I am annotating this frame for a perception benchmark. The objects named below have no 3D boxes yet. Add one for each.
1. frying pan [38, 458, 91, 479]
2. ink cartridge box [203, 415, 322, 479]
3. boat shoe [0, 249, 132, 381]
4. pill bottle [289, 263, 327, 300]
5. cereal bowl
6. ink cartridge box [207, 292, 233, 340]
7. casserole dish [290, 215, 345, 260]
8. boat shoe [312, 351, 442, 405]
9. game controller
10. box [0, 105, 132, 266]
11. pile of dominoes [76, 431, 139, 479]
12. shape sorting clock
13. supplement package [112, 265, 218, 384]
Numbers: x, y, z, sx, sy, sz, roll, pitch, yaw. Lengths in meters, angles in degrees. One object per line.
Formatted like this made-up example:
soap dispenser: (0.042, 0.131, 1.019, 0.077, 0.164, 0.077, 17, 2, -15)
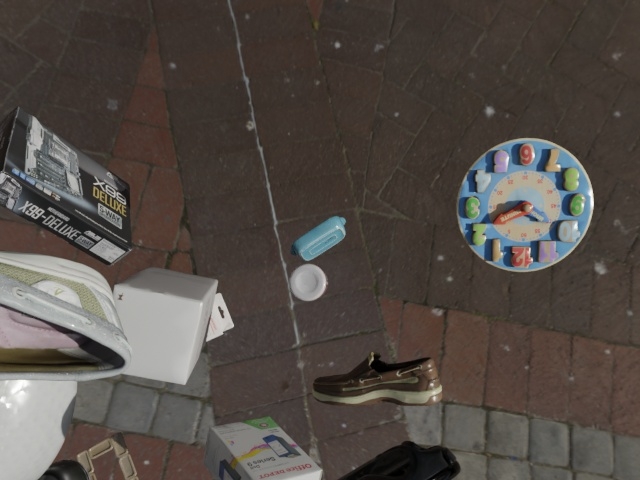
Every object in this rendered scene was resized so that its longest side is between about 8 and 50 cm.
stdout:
frying pan: (-0.567, 0.518, 1.027, 0.325, 0.053, 0.198, -9, 56, 24)
ink cartridge box: (-0.121, 0.458, 1.089, 0.154, 0.212, 0.093, 3, 104, -37)
boat shoe: (-0.303, 0.060, 0.412, 0.103, 0.320, 0.118, 41, 105, 40)
pill bottle: (-0.026, 0.101, 1.280, 0.085, 0.152, 0.086, 0, 84, 3)
cereal bowl: (-0.478, 0.172, 0.648, 0.338, 0.141, 0.340, -1, 88, 14)
ink cartridge box: (-0.348, 0.230, 1.496, 0.198, 0.067, 0.116, -22, 89, -18)
casserole dish: (0.000, 0.000, 1.575, 0.188, 0.114, 0.037, -33, 64, 0)
boat shoe: (0.104, 0.262, 1.044, 0.257, 0.095, 0.095, -6, 91, 19)
game controller: (0.021, 0.305, 0.587, 0.166, 0.319, 0.067, -24, 68, -35)
box: (-0.554, -0.113, 1.169, 0.076, 0.307, 0.243, -35, 44, 14)
pile of dominoes: (-0.529, 0.625, 1.296, 0.195, 0.040, 0.251, -24, 65, -15)
shape sorting clock: (0.313, -0.053, 0.826, 0.206, 0.040, 0.207, 1, 102, 3)
supplement package: (-0.341, 0.173, 1.179, 0.177, 0.293, 0.176, 12, 93, -5)
